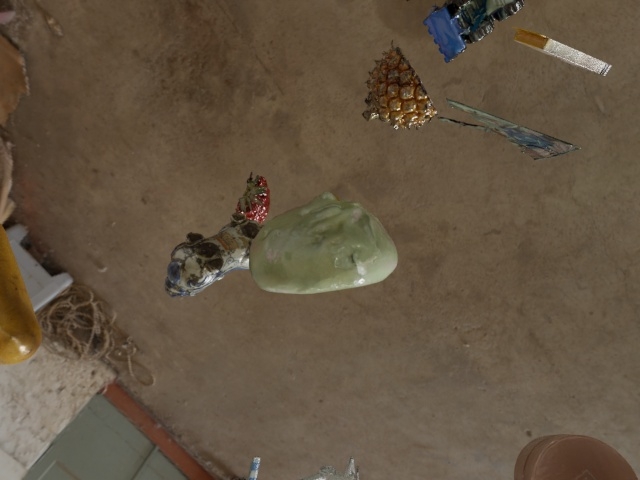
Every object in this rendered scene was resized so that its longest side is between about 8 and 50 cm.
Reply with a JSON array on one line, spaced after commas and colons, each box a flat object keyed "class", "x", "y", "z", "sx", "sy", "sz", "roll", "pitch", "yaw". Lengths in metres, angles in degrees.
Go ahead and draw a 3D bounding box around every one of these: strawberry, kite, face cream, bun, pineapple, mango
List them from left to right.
[{"class": "mango", "x": -0.509, "y": 0.069, "z": 0.651, "sx": 0.295, "sy": 0.120, "sz": 0.177, "roll": 53, "pitch": 142, "yaw": 23}, {"class": "strawberry", "x": -0.197, "y": -0.111, "z": 1.432, "sx": 0.087, "sy": 0.167, "sz": 0.208, "roll": 22, "pitch": 168, "yaw": 10}, {"class": "bun", "x": 0.000, "y": 0.000, "z": 0.838, "sx": 0.283, "sy": 0.283, "sz": 0.179, "roll": -5, "pitch": 90, "yaw": 26}, {"class": "pineapple", "x": 0.143, "y": -0.294, "z": 0.914, "sx": 0.137, "sy": 0.161, "sz": 0.176, "roll": -31, "pitch": 68, "yaw": 19}, {"class": "kite", "x": 0.358, "y": -0.208, "z": 0.871, "sx": 0.314, "sy": 0.335, "sz": 0.011, "roll": 34, "pitch": 104, "yaw": 50}, {"class": "face cream", "x": 0.381, "y": 0.372, "z": 0.666, "sx": 0.149, "sy": 0.149, "sz": 0.104, "roll": 14, "pitch": 159, "yaw": 14}]

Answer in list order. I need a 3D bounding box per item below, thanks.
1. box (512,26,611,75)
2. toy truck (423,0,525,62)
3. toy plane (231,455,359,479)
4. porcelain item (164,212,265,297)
[{"class": "box", "x": 0.613, "y": -0.489, "z": 1.144, "sx": 0.247, "sy": 0.129, "sz": 0.033, "roll": 10, "pitch": 121, "yaw": -20}, {"class": "toy truck", "x": 0.326, "y": -0.506, "z": 0.982, "sx": 0.208, "sy": 0.126, "sz": 0.113, "roll": -36, "pitch": 113, "yaw": 7}, {"class": "toy plane", "x": -0.079, "y": 0.363, "z": 0.645, "sx": 0.107, "sy": 0.273, "sz": 0.182, "roll": 7, "pitch": 115, "yaw": 55}, {"class": "porcelain item", "x": -0.257, "y": 0.050, "z": 1.129, "sx": 0.138, "sy": 0.288, "sz": 0.186, "roll": 49, "pitch": 135, "yaw": 13}]
